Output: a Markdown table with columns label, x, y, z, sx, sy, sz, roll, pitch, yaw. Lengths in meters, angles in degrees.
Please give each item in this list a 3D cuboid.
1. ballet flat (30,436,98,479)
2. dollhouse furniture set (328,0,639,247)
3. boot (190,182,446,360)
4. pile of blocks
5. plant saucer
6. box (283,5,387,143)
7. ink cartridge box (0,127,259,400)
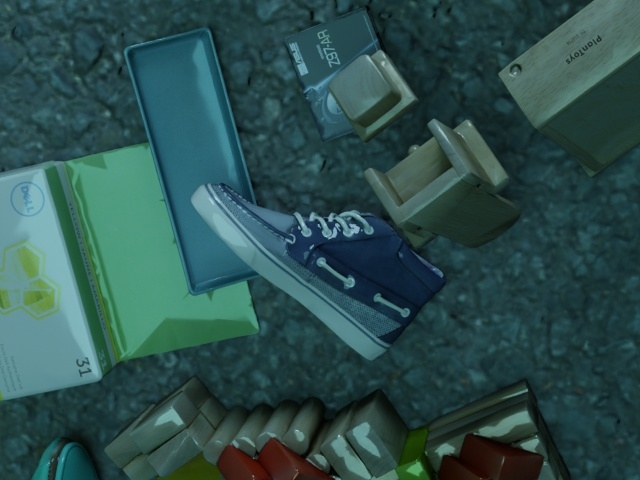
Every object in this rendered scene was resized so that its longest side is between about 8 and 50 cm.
| label | x | y | z | sx | sy | sz | roll | pitch | yaw |
| --- | --- | --- | --- | --- | --- | --- | --- | --- | --- |
| ballet flat | -0.206 | 0.280 | 1.192 | 0.087 | 0.083 | 0.247 | -10 | 98 | 25 |
| dollhouse furniture set | 0.105 | -0.218 | 1.053 | 0.303 | 0.174 | 0.355 | -38 | 69 | 14 |
| boot | 0.000 | 0.000 | 1.101 | 0.190 | 0.069 | 0.086 | 39 | 99 | -19 |
| pile of blocks | 0.010 | 0.187 | 1.119 | 0.362 | 0.112 | 0.149 | 0 | 101 | 10 |
| plant saucer | -0.091 | -0.059 | 1.125 | 0.067 | 0.018 | 0.192 | -16 | 100 | -9 |
| box | 0.018 | -0.122 | 1.102 | 0.067 | 0.018 | 0.083 | -19 | 98 | 12 |
| ink cartridge box | -0.182 | 0.022 | 1.147 | 0.235 | 0.056 | 0.171 | -12 | 99 | 13 |
